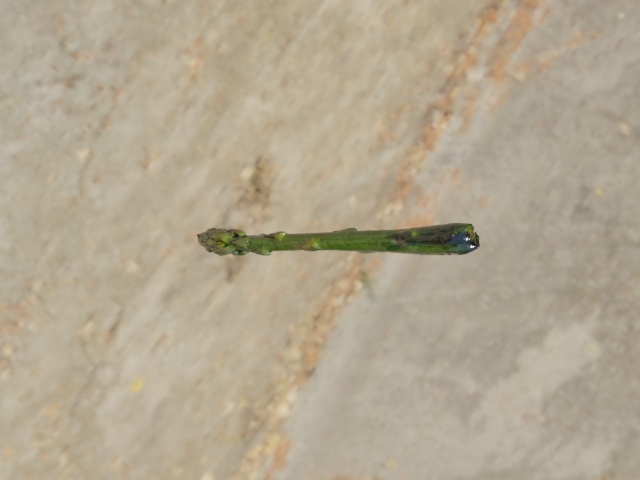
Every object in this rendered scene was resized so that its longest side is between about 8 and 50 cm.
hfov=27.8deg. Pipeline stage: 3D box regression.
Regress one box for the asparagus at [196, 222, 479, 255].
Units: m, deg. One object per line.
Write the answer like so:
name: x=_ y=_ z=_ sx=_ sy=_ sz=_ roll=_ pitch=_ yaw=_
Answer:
asparagus: x=0.000 y=0.000 z=0.824 sx=0.023 sy=0.232 sz=0.022 roll=-20 pitch=105 yaw=-48
